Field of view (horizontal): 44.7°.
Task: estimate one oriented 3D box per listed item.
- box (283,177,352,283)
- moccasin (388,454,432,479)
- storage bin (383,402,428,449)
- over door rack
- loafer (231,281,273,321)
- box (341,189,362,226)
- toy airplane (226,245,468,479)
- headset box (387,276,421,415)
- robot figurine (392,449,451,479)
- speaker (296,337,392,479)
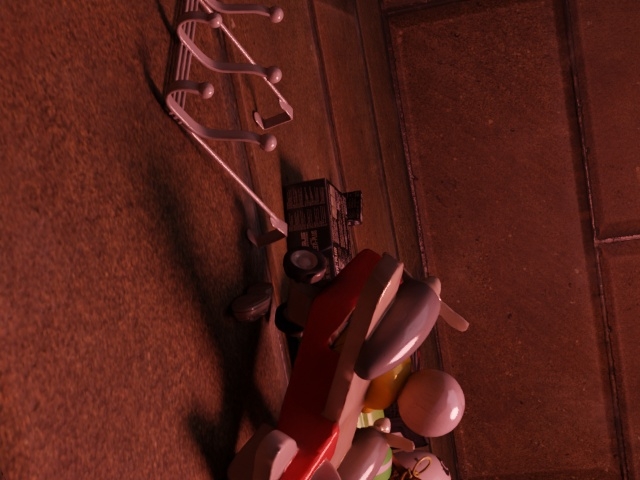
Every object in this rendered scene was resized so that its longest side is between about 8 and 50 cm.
[{"bbox_3d":[0.000,0.000,1.337,0.147,0.077,0.180,31,52,-73],"label":"box"},{"bbox_3d":[0.140,0.465,1.399,0.380,0.147,0.139,-108,-172,-65],"label":"moccasin"},{"bbox_3d":[0.157,0.377,1.663,0.180,0.122,0.084,64,22,-52],"label":"storage bin"},{"bbox_3d":[-0.089,-0.179,1.021,0.324,0.108,0.240,62,24,-54],"label":"over door rack"},{"bbox_3d":[-0.084,0.088,1.020,0.125,0.045,0.039,-54,141,-75],"label":"loafer"},{"bbox_3d":[0.054,-0.064,1.618,0.018,0.067,0.083,65,20,-46],"label":"box"},{"bbox_3d":[0.047,0.201,0.980,0.386,0.272,0.384,53,50,-88],"label":"toy airplane"},{"bbox_3d":[0.161,0.235,1.790,0.218,0.110,0.293,63,23,-52],"label":"headset box"},{"bbox_3d":[0.199,0.574,1.604,0.173,0.209,0.278,-2,84,-63],"label":"robot figurine"},{"bbox_3d":[0.036,0.242,1.245,0.131,0.131,0.297,-34,115,-75],"label":"speaker"}]
